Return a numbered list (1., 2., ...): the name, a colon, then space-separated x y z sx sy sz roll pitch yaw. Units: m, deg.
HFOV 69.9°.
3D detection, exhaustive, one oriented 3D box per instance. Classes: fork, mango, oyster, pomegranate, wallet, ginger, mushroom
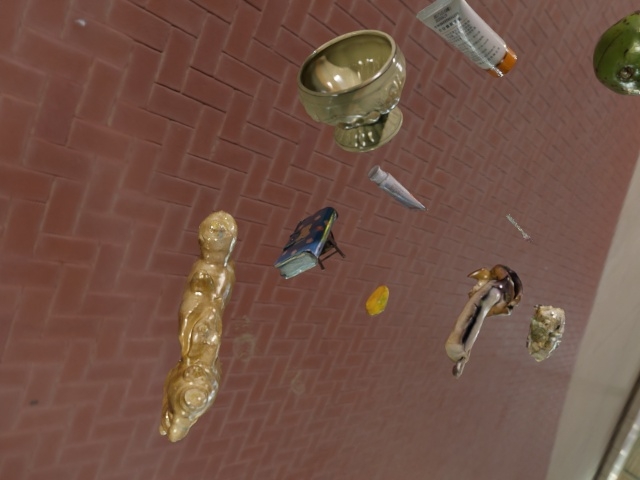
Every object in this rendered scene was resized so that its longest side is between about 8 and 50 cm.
1. fork: 0.515 -0.029 1.184 0.115 0.016 0.012 41 37 -19
2. mango: 0.191 0.201 1.531 0.057 0.079 0.114 36 70 -13
3. oyster: 0.571 0.226 1.136 0.133 0.072 0.208 -33 122 -27
4. pomegranate: 0.996 -0.592 1.428 0.270 0.254 0.254 -51 136 -14
5. wallet: -0.038 0.004 1.203 0.059 0.141 0.202 46 39 -19
6. ginger: -0.110 0.086 0.429 0.053 0.176 0.193 10 118 -19
7. mushroom: 0.174 0.083 0.512 0.187 0.061 0.060 -31 100 -45

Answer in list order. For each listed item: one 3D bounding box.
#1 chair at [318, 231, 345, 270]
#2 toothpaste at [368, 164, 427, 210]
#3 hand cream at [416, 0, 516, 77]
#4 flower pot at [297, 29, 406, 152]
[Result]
1. chair: 0.000 0.000 1.639 0.102 0.212 0.084 -32 129 3
2. toothpaste: 0.259 -0.163 1.548 0.234 0.089 0.057 37 76 -24
3. hand cream: 0.419 -0.574 1.296 0.315 0.140 0.089 22 74 -33
4. flower pot: 0.107 -0.402 1.285 0.307 0.308 0.244 -47 140 -13
